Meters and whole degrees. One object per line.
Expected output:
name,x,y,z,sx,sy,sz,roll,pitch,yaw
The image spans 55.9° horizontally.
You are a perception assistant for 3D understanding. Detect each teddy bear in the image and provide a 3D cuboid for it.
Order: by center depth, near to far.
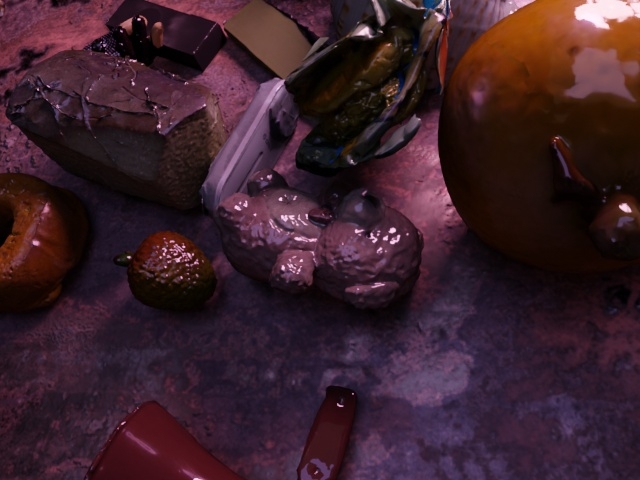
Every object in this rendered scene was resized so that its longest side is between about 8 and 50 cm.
teddy bear,-0.001,0.001,0.789,0.267,0.151,0.236,9,35,23

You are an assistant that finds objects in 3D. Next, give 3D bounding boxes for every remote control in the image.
remote control,-0.101,-0.136,0.905,0.052,0.104,0.247,21,71,21

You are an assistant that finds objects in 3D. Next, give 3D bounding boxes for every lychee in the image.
lychee,-0.216,0.043,0.845,0.146,0.114,0.114,19,71,6

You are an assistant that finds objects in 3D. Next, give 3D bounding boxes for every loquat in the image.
loquat,0.294,-0.104,0.660,0.328,0.328,0.359,-4,36,12

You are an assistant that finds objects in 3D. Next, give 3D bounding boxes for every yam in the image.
yam,-0.275,-0.170,0.907,0.271,0.202,0.201,25,73,20

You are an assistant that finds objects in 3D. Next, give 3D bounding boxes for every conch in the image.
conch,0.153,-0.399,0.913,0.319,0.215,0.303,38,89,26

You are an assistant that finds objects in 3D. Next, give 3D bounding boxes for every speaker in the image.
speaker,-0.080,0.302,0.707,0.329,0.198,0.259,15,30,4
speaker,-0.282,-0.380,1.094,0.218,0.044,0.082,26,74,23

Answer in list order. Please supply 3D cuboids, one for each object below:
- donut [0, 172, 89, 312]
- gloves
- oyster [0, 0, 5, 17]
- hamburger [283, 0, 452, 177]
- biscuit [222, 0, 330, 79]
donut,-0.474,0.001,0.928,0.226,0.114,0.226,-6,66,13
gloves,-0.330,-0.311,1.031,0.181,0.106,0.129,-17,28,23
oyster,-0.777,-0.436,1.200,0.351,0.115,0.238,3,67,15
hamburger,0.044,-0.218,0.776,0.260,0.150,0.276,-15,43,55
biscuit,-0.038,-0.304,1.005,0.099,0.038,0.322,-44,64,-5
